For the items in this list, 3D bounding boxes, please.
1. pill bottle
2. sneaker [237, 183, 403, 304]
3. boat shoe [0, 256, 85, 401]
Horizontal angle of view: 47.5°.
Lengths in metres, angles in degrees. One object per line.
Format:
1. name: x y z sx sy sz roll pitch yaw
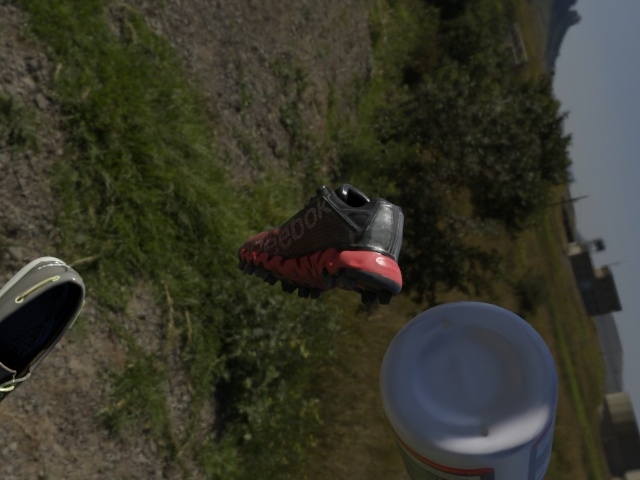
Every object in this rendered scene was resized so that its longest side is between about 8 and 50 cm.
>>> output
1. pill bottle: 0.105 0.130 0.506 0.180 0.108 0.108 70 14 -53
2. sneaker: 0.000 0.000 0.893 0.097 0.276 0.135 26 73 -36
3. boat shoe: -0.440 0.155 0.988 0.305 0.091 0.109 -53 127 -16
